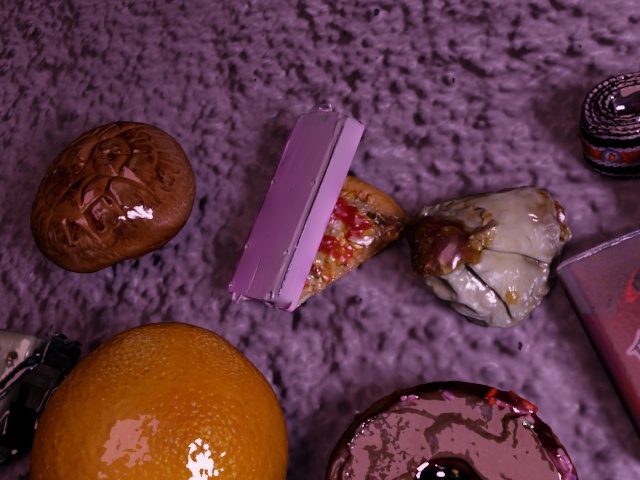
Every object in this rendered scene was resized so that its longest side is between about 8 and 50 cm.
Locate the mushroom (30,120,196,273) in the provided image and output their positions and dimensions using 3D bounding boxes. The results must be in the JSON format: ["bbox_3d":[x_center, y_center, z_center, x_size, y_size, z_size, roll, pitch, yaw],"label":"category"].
[{"bbox_3d":[-0.299,-0.064,1.070,0.253,0.153,0.253,-14,50,17],"label":"mushroom"}]

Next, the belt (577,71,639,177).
[{"bbox_3d":[0.469,-0.166,0.827,0.360,0.094,0.126,-19,60,14],"label":"belt"}]

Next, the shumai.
[{"bbox_3d":[0.183,-0.009,0.839,0.184,0.142,0.184,-9,65,20],"label":"shumai"}]

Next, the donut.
[{"bbox_3d":[0.129,0.269,0.746,0.270,0.103,0.269,-8,64,17],"label":"donut"}]

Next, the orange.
[{"bbox_3d":[-0.167,0.223,0.798,0.274,0.274,0.274,-10,62,18],"label":"orange"}]

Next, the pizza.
[{"bbox_3d":[0.000,0.000,0.960,0.188,0.062,0.199,22,76,32],"label":"pizza"}]

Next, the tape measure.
[{"bbox_3d":[-0.464,0.215,1.015,0.235,0.115,0.207,4,64,24],"label":"tape measure"}]

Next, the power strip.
[{"bbox_3d":[-0.031,-0.042,0.942,0.109,0.037,0.279,7,72,50],"label":"power strip"}]

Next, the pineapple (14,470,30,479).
[{"bbox_3d":[-0.310,0.389,0.852,0.170,0.141,0.310,-50,44,28],"label":"pineapple"}]

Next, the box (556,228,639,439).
[{"bbox_3d":[0.342,0.105,0.759,0.120,0.069,0.224,-23,60,11],"label":"box"}]
